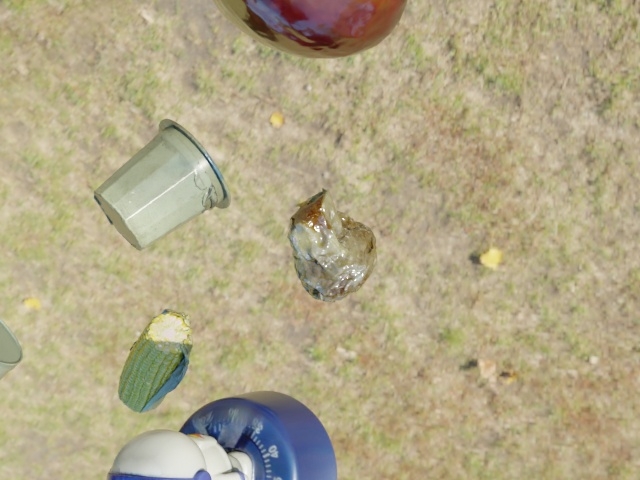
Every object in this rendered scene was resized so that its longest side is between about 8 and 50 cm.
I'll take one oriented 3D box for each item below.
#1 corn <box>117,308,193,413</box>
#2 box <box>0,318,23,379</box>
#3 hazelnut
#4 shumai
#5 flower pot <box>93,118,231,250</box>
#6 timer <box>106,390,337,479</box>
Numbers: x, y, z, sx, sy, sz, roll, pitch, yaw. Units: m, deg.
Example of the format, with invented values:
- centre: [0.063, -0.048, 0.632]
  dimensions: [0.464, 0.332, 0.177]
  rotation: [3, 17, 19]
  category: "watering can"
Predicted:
- centre: [-0.361, 0.267, 1.974]
  dimensions: [0.122, 0.123, 0.305]
  rotation: [23, 135, -12]
  category: "corn"
- centre: [-0.694, 0.204, 1.681]
  dimensions: [0.149, 0.226, 0.226]
  rotation: [-46, 112, 3]
  category: "box"
- centre: [-0.044, -0.492, 1.450]
  dimensions: [0.353, 0.420, 0.421]
  rotation: [-25, 121, 26]
  category: "hazelnut"
- centre: [0.000, 0.000, 1.661]
  dimensions: [0.166, 0.206, 0.175]
  rotation: [-38, 125, 6]
  category: "shumai"
- centre: [-0.312, -0.091, 1.732]
  dimensions: [0.212, 0.203, 0.212]
  rotation: [44, 162, 18]
  category: "flower pot"
- centre: [-0.170, 0.353, 1.340]
  dimensions: [0.270, 0.270, 0.383]
  rotation: [-9, 165, 25]
  category: "timer"
